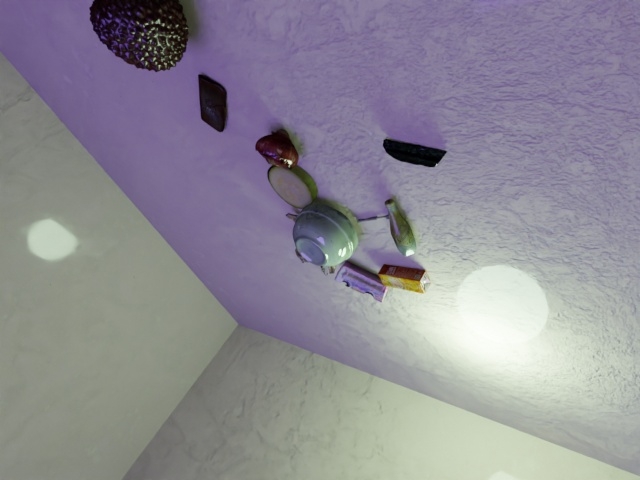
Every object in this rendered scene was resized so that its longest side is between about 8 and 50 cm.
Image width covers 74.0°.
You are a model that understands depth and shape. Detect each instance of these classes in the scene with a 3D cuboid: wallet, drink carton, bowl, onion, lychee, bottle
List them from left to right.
[{"bbox_3d":[-0.605,-0.733,1.435,0.306,0.306,0.330,11,151,37],"label":"lychee"},{"bbox_3d":[-0.456,-0.573,1.799,0.137,0.031,0.255,33,151,6],"label":"wallet"},{"bbox_3d":[-0.166,-0.368,1.692,0.184,0.184,0.147,27,108,15],"label":"onion"},{"bbox_3d":[0.000,0.000,1.916,0.307,0.163,0.307,25,145,19],"label":"bowl"},{"bbox_3d":[0.314,-0.052,1.696,0.083,0.083,0.269,6,139,41],"label":"bottle"},{"bbox_3d":[0.386,0.176,1.968,0.223,0.071,0.096,7,140,42],"label":"drink carton"}]

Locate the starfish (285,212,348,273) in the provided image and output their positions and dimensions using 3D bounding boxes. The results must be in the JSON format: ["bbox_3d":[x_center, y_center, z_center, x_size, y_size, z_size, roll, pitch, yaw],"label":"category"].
[{"bbox_3d":[-0.018,-0.013,2.106,0.324,0.082,0.432,26,145,21],"label":"starfish"}]

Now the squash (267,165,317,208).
[{"bbox_3d":[-0.130,-0.250,1.919,0.252,0.049,0.252,28,151,17],"label":"squash"}]

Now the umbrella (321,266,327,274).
[{"bbox_3d":[0.004,0.147,2.377,0.022,0.022,0.149,-24,126,9],"label":"umbrella"}]

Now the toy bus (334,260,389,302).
[{"bbox_3d":[0.215,0.207,2.154,0.274,0.090,0.112,25,119,16],"label":"toy bus"}]

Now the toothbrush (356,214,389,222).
[{"bbox_3d":[0.226,-0.092,1.802,0.194,0.014,0.017,-5,132,49],"label":"toothbrush"}]

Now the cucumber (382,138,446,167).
[{"bbox_3d":[0.307,-0.283,1.416,0.220,0.046,0.070,20,155,26],"label":"cucumber"}]
